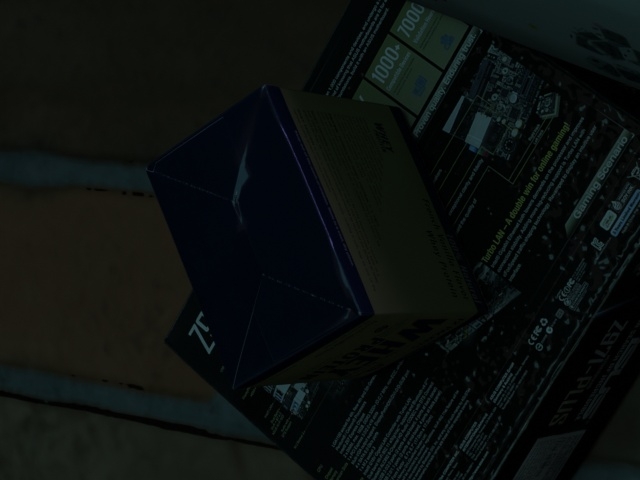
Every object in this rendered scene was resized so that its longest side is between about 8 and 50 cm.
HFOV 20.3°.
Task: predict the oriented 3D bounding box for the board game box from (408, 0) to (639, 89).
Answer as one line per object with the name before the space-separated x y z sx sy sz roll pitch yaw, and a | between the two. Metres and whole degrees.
board game box | 0.082 -0.184 0.580 0.303 0.097 0.224 26 85 31

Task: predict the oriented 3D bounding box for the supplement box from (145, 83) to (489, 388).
supplement box | 0.000 0.000 0.599 0.056 0.083 0.083 -31 72 29

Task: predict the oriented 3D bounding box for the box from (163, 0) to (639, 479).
box | 0.049 0.007 0.664 0.147 0.077 0.180 38 109 27
